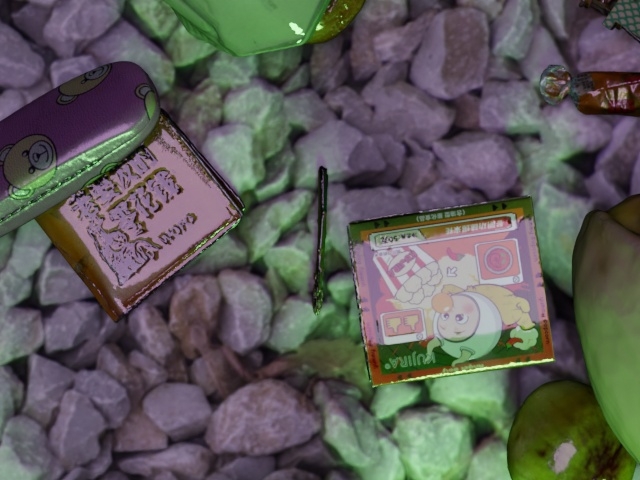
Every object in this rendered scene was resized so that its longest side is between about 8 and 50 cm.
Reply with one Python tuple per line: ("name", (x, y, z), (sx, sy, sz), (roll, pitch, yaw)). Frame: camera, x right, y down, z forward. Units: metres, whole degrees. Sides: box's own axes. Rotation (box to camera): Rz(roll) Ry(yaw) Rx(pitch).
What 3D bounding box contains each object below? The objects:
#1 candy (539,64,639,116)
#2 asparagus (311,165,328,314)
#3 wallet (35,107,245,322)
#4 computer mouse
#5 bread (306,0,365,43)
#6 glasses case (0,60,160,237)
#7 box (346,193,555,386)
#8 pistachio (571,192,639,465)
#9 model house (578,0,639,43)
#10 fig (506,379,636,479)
("candy", (0.328, -0.160, 1.795), (0.182, 0.046, 0.053), (4, 88, 7))
("asparagus", (0.000, 0.000, 1.835), (0.013, 0.016, 0.166), (3, 88, -29))
("wallet", (-0.202, -0.031, 1.837), (0.195, 0.042, 0.161), (-39, 87, 3))
("computer mouse", (-0.132, -0.380, 1.745), (0.228, 0.145, 0.429), (-39, 67, 19))
("bread", (0.024, -0.376, 1.805), (0.124, 0.084, 0.344), (19, 90, -5))
("glasses case", (-0.315, -0.087, 1.809), (0.316, 0.076, 0.123), (-31, 46, 7))
("box", (0.138, 0.052, 1.757), (0.195, 0.148, 0.177), (-8, 90, 5))
("pistachio", (0.421, 0.131, 1.634), (0.281, 0.365, 0.445), (-36, 60, 1))
("model house", (0.386, -0.330, 1.712), (0.178, 0.206, 0.271), (38, 93, 4))
("fig", (0.266, 0.223, 1.756), (0.136, 0.121, 0.153), (10, 76, -25))
